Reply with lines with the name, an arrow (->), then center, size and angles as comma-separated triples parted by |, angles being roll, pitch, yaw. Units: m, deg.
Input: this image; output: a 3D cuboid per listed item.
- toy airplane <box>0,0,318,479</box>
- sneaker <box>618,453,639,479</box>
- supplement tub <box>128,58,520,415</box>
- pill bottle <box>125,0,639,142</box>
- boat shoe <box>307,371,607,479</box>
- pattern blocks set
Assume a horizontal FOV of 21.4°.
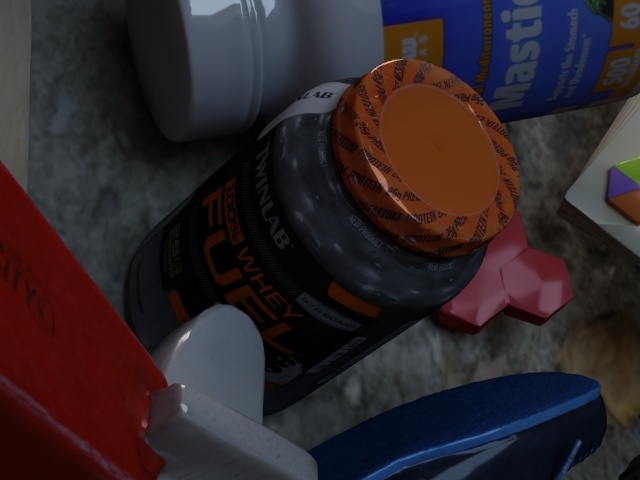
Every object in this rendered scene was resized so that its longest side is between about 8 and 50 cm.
toy airplane -> -0.176, 0.045, 0.623 | 0.386, 0.272, 0.384 | -28, 102, -73
sneaker -> 0.211, 0.246, 0.873 | 0.130, 0.109, 0.286 | 5, 71, -27
supplement tub -> 0.000, 0.000, 0.800 | 0.117, 0.190, 0.117 | 19, 54, -28
pill bottle -> 0.041, -0.128, 0.904 | 0.272, 0.152, 0.152 | -12, 71, -20
boat shoe -> 0.033, 0.139, 0.820 | 0.258, 0.109, 0.089 | -21, 101, -24
pattern blocks set -> 0.237, -0.042, 0.997 | 0.285, 0.026, 0.325 | 25, 67, 5
